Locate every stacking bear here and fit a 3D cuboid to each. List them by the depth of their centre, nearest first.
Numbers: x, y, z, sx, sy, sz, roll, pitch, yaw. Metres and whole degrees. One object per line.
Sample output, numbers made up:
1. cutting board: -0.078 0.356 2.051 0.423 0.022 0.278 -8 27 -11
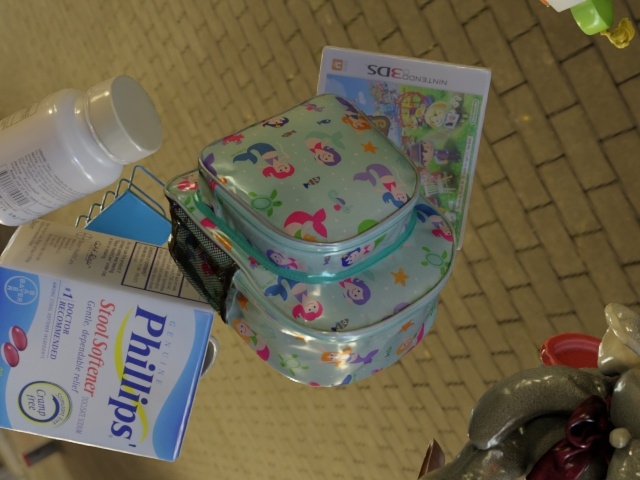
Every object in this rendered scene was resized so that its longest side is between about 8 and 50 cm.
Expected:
1. stacking bear: 0.397 0.304 1.709 0.175 0.164 0.289 53 135 22

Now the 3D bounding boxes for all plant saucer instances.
1. plant saucer: 0.206 0.484 1.920 0.036 0.199 0.199 16 144 6

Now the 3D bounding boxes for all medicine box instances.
1. medicine box: -0.307 0.140 1.386 0.149 0.289 0.264 -90 15 -64

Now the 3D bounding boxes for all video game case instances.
1. video game case: 0.084 -0.106 1.142 0.023 0.193 0.212 -76 -6 -77

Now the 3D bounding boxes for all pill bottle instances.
1. pill bottle: -0.318 -0.115 1.228 0.131 0.229 0.131 50 -152 -39

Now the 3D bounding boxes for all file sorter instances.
1. file sorter: -0.348 -0.033 1.769 0.118 0.170 0.104 40 -153 -26

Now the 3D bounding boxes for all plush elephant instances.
1. plush elephant: 0.304 0.210 0.988 0.272 0.330 0.255 38 161 0

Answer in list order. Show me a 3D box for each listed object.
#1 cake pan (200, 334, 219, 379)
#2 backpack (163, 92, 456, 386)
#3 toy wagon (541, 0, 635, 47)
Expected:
1. cake pan: -0.326 0.244 1.817 0.054 0.293 0.293 55 156 24
2. backpack: 0.000 0.000 0.933 0.253 0.225 0.191 50 149 22
3. toy wagon: 0.272 -0.375 1.168 0.068 0.267 0.344 -18 110 35
